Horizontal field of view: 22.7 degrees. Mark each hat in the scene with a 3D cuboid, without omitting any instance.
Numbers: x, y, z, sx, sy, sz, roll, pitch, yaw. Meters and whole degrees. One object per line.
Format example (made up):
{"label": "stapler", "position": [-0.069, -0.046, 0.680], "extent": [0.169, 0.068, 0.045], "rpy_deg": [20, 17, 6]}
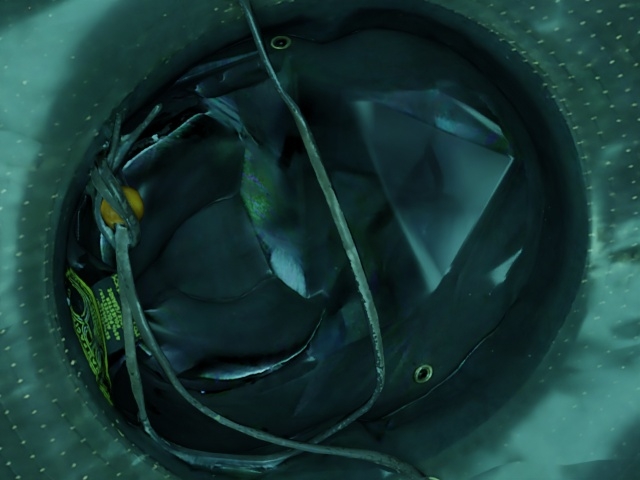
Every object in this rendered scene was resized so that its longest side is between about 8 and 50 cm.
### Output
{"label": "hat", "position": [0.000, 0.000, 0.603], "extent": [0.331, 0.134, 0.331], "rpy_deg": [0, 94, -6]}
